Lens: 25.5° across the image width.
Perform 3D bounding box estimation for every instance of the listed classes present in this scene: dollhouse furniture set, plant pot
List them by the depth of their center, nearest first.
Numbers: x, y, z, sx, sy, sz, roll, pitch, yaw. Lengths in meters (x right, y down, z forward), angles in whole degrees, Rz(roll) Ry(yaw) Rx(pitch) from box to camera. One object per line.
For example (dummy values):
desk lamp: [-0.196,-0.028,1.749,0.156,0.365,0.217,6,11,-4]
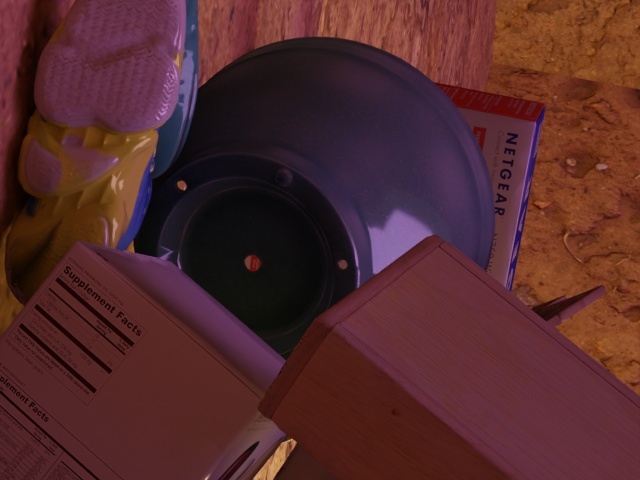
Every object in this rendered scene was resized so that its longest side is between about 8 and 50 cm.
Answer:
dollhouse furniture set: [0.037,0.237,0.834,0.394,0.256,0.362,-57,167,29]
plant pot: [-0.026,-0.001,1.102,0.196,0.293,0.293,-40,141,-67]

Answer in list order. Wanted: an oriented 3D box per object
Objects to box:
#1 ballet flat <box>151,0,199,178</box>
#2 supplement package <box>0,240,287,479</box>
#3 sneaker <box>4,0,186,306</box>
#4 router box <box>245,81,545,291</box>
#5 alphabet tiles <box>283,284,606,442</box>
ballet flat: [-0.128,-0.168,0.994,0.087,0.083,0.247,5,98,-54]
supplement package: [-0.130,0.129,0.886,0.203,0.149,0.194,-51,169,3]
sneaker: [-0.149,-0.069,0.956,0.126,0.091,0.240,-71,-177,-84]
router box: [0.047,0.003,1.425,0.082,0.301,0.335,-50,150,-66]
alphabet tiles: [0.058,0.116,1.161,0.285,0.342,0.011,-20,85,-61]
